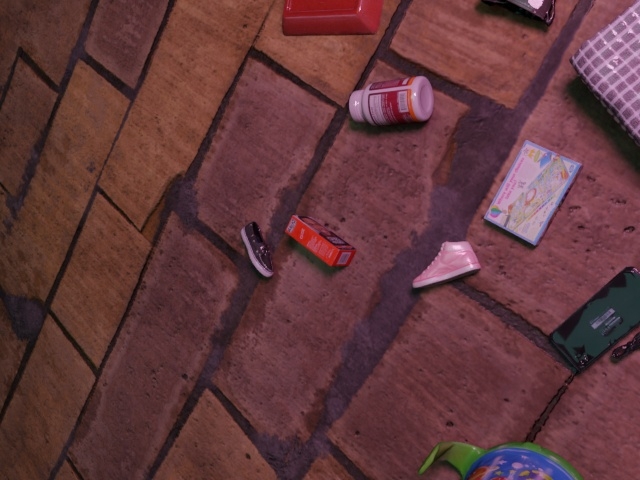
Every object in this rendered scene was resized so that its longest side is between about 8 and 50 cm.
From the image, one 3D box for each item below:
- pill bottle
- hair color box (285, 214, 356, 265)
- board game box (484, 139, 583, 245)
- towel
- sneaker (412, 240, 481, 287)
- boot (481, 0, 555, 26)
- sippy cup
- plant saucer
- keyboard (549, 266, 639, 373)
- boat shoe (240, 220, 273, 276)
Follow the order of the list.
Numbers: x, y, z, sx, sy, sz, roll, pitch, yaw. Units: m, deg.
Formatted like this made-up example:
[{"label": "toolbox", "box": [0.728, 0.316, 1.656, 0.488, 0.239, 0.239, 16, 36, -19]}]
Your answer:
[{"label": "pill bottle", "box": [0.137, -0.270, 1.139, 0.152, 0.086, 0.086, 2, 90, 34]}, {"label": "hair color box", "box": [0.000, 0.000, 1.231, 0.141, 0.072, 0.043, 36, 108, 29]}, {"label": "board game box", "box": [0.368, -0.083, 1.009, 0.103, 0.026, 0.154, 34, 107, 30]}, {"label": "towel", "box": [0.548, -0.273, 0.837, 0.283, 0.121, 0.235, -41, 68, 26]}, {"label": "sneaker", "box": [0.228, 0.043, 1.088, 0.134, 0.051, 0.070, -23, 74, 28]}, {"label": "boot", "box": [0.345, -0.521, 1.002, 0.263, 0.091, 0.229, 43, 111, 26]}, {"label": "sippy cup", "box": [0.301, 0.464, 0.917, 0.305, 0.224, 0.240, -1, 88, 34]}, {"label": "plant saucer", "box": [0.025, -0.580, 1.251, 0.258, 0.047, 0.259, 13, 95, 34]}, {"label": "keyboard", "box": [0.471, 0.139, 0.936, 0.180, 0.023, 0.108, -51, 56, 23]}, {"label": "boat shoe", "box": [-0.141, 0.018, 1.343, 0.040, 0.049, 0.142, -41, 65, 26]}]
